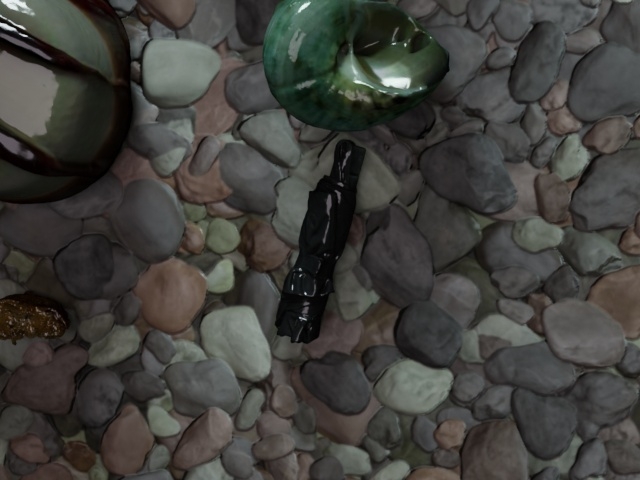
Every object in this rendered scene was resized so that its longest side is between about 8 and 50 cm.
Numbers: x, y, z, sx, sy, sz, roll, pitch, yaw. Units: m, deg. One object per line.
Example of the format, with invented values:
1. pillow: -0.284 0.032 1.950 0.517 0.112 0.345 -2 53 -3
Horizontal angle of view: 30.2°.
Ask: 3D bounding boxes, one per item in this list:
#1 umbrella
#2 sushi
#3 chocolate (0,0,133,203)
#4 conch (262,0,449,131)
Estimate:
1. umbrella: 0.000 0.000 1.338 0.066 0.059 0.236 24 102 50
2. sushi: -0.355 0.093 1.416 0.117 0.060 0.062 -11 101 13
3. chocolate: -0.354 -0.173 1.297 0.283 0.186 0.284 0 91 16
4. conch: 0.024 -0.199 1.272 0.176 0.122 0.188 -41 92 -7
